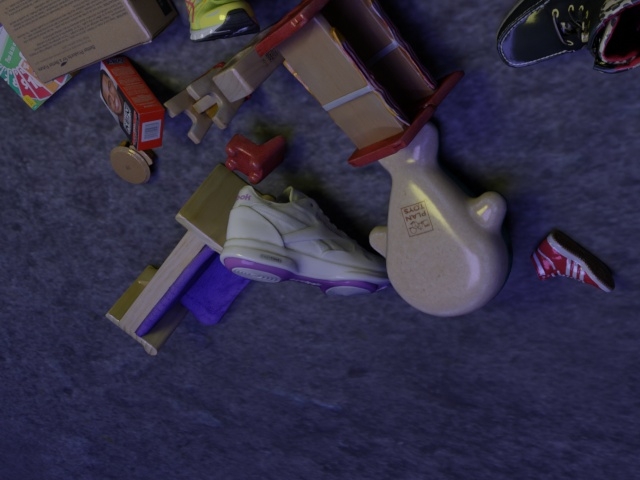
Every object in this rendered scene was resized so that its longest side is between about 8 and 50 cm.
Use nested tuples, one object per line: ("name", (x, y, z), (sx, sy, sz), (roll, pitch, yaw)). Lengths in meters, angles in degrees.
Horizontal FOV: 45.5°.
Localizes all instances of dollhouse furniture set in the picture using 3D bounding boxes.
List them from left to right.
("dollhouse furniture set", (-0.025, -0.199, 1.028), (0.201, 0.152, 0.374), (49, 148, -18))

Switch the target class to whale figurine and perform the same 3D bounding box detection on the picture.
("whale figurine", (0.170, -0.032, 1.078), (0.216, 0.141, 0.272), (-20, 92, 36))

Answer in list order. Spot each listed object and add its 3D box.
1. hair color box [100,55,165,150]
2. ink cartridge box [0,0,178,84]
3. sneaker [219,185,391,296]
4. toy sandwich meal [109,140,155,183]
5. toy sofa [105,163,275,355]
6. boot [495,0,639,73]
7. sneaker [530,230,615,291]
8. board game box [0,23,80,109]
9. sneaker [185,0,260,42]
("hair color box", (-0.283, -0.206, 1.139), (0.141, 0.043, 0.072), (51, 143, 32))
("ink cartridge box", (-0.349, -0.349, 1.070), (0.234, 0.088, 0.193), (-10, 123, 31))
("sneaker", (0.000, 0.000, 1.150), (0.305, 0.152, 0.114), (15, 160, -32))
("toy sandwich meal", (-0.314, -0.132, 1.278), (0.085, 0.029, 0.086), (16, 137, 15))
("toy sofa", (-0.205, 0.058, 1.298), (0.177, 0.150, 0.362), (39, 133, -7))
("boot", (0.278, -0.228, 0.803), (0.236, 0.179, 0.085), (-23, 115, 37))
("sneaker", (0.356, 0.044, 1.089), (0.118, 0.042, 0.067), (40, 130, 1))
("board game box", (-0.506, -0.335, 1.193), (0.124, 0.039, 0.259), (-25, 113, 38))
("sneaker", (-0.135, -0.302, 0.954), (0.081, 0.208, 0.094), (-13, 113, -17))
